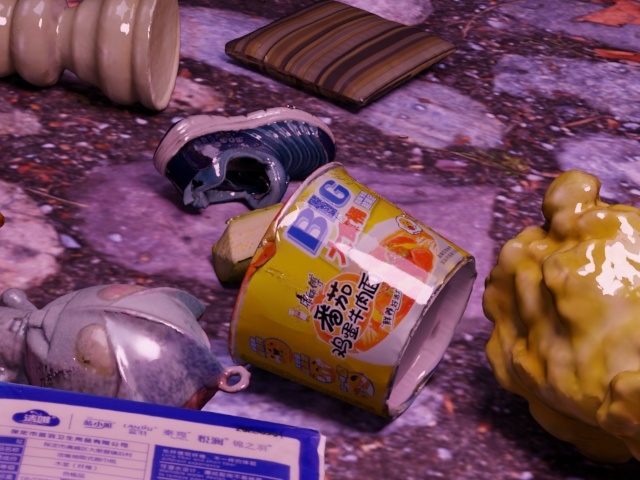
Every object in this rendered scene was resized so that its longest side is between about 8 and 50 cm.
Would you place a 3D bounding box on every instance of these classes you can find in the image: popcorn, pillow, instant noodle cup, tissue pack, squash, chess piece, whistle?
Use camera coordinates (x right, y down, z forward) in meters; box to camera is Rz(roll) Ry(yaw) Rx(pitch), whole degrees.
[{"bbox_3d":[0.265,0.074,1.517,0.235,0.242,0.250,-31,57,-27],"label":"popcorn"},{"bbox_3d":[0.026,-0.230,2.183,0.212,0.052,0.208,23,35,30],"label":"pillow"},{"bbox_3d":[0.032,0.054,1.555,0.153,0.205,0.205,30,35,17],"label":"instant noodle cup"},{"bbox_3d":[-0.135,0.214,1.277,0.269,0.137,0.209,8,29,-6],"label":"tissue pack"},{"bbox_3d":[-0.001,-0.003,1.748,0.200,0.075,0.090,-3,5,-21],"label":"squash"},{"bbox_3d":[-0.295,-0.226,2.031,0.251,0.144,0.144,5,28,9],"label":"chess piece"},{"bbox_3d":[-0.222,0.096,1.485,0.346,0.134,0.142,5,68,16],"label":"whistle"}]

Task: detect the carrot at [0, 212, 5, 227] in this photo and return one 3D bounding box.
[{"bbox_3d":[-0.420,-0.055,1.778,0.247,0.043,0.043,18,31,15],"label":"carrot"}]

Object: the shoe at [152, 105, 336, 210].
[{"bbox_3d":[-0.069,-0.075,1.866,0.207,0.091,0.106,-10,55,-35],"label":"shoe"}]
